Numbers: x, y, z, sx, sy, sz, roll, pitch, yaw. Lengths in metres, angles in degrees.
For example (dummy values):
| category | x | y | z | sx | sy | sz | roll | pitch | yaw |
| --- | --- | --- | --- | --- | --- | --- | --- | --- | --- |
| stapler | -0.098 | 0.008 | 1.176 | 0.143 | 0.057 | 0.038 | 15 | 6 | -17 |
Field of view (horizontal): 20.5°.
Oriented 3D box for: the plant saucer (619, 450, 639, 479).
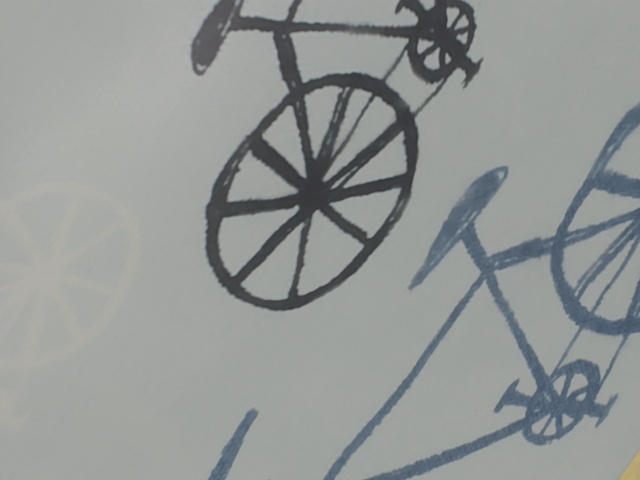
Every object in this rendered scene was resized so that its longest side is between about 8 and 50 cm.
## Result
| category | x | y | z | sx | sy | sz | roll | pitch | yaw |
| --- | --- | --- | --- | --- | --- | --- | --- | --- | --- |
| plant saucer | 0.182 | 0.030 | 0.665 | 0.333 | 0.081 | 0.332 | -18 | 111 | -16 |

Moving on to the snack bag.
| category | x | y | z | sx | sy | sz | roll | pitch | yaw |
| --- | --- | --- | --- | --- | --- | --- | --- | --- | --- |
| snack bag | 0.000 | 0.000 | 0.458 | 0.342 | 0.037 | 0.323 | 26 | 100 | -46 |
